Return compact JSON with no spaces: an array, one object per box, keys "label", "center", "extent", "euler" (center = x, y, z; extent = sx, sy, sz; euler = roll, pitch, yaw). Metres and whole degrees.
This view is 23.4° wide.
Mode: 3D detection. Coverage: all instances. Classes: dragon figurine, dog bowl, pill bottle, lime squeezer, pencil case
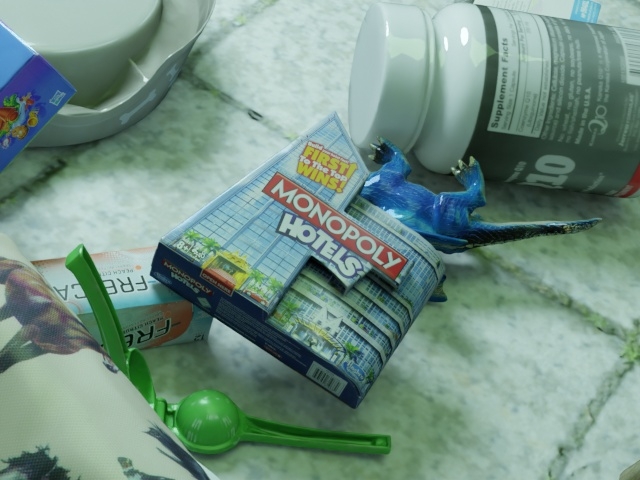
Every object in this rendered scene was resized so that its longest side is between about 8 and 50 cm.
[{"label":"dragon figurine","center":[0.085,-0.005,1.339],"extent":[0.289,0.085,0.144],"euler":[19,45,6]},{"label":"dog bowl","center":[-0.275,-0.223,1.424],"extent":[0.348,0.102,0.349],"euler":[10,43,-9]},{"label":"pill bottle","center":[0.177,-0.134,1.449],"extent":[0.283,0.161,0.161],"euler":[7,44,-13]},{"label":"lime squeezer","center":[-0.091,0.108,1.161],"extent":[0.310,0.110,0.059],"euler":[35,17,-29]},{"label":"pencil case","center":[-0.151,0.192,0.967],"extent":[0.410,0.183,0.160],"euler":[48,6,15]}]

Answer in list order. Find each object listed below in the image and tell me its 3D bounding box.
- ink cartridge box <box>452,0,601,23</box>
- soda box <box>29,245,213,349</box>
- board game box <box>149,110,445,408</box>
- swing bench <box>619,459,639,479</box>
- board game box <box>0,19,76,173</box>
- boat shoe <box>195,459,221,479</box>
[{"label":"ink cartridge box","center":[0.199,-0.210,1.583],"extent":[0.143,0.092,0.090],"euler":[22,43,2]},{"label":"soda box","center":[-0.175,0.051,1.213],"extent":[0.183,0.058,0.063],"euler":[-7,50,-24]},{"label":"board game box","center":[0.000,0.000,1.222],"extent":[0.194,0.060,0.194],"euler":[33,58,4]},{"label":"swing bench","center":[0.403,0.157,1.165],"extent":[0.253,0.255,0.165],"euler":[-2,47,-21]},{"label":"board game box","center":[-0.395,-0.146,1.228],"extent":[0.347,0.078,0.233],"euler":[41,86,22]},{"label":"boat shoe","center":[-0.092,0.214,1.070],"extent":[0.228,0.080,0.076],"euler":[35,43,6]}]
